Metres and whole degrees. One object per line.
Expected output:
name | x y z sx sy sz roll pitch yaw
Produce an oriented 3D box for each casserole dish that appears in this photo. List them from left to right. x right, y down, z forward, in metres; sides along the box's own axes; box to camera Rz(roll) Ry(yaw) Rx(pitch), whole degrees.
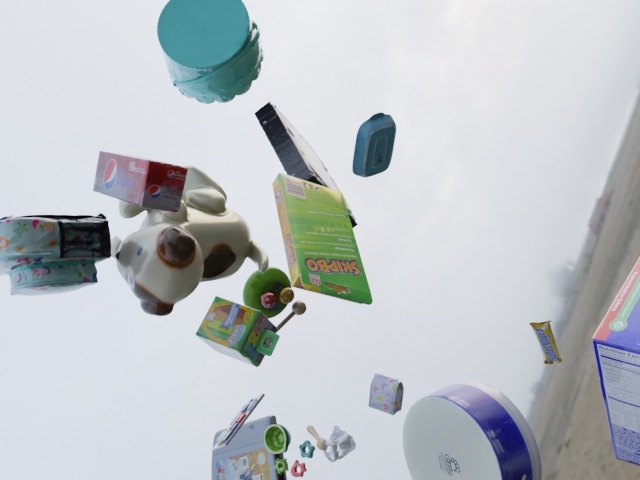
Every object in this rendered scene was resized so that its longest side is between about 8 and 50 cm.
casserole dish | 0.138 -0.229 1.913 0.114 0.037 0.188 -21 -41 -28

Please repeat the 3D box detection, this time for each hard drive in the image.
hard drive | -0.037 -0.188 1.977 0.064 0.339 0.237 -37 -45 8

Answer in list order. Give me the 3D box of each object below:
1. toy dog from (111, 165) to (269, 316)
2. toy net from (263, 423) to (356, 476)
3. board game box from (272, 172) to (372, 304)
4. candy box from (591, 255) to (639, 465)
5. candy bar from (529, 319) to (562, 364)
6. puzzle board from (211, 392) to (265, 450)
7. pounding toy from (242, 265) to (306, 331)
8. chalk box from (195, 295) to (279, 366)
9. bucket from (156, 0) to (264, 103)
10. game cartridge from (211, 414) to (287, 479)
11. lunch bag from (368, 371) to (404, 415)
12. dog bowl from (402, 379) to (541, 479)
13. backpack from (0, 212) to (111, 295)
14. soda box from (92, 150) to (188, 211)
toy dog | -0.362 0.037 1.975 0.284 0.395 0.408 -55 -4 23
toy net | -0.027 0.482 1.761 0.045 0.232 0.122 13 -108 -54
board game box | 0.000 0.000 1.205 0.039 0.124 0.259 -57 31 31
candy box | 0.628 0.224 1.429 0.268 0.122 0.317 -43 -53 -34
candy bar | 0.439 0.197 1.496 0.161 0.040 0.018 58 -153 -45
puzzle board | -0.166 0.361 1.531 0.128 0.011 0.096 -50 5 -32
pounding toy | -0.143 0.205 2.571 0.183 0.110 0.237 -42 -61 -18
chalk box | -0.220 0.266 2.193 0.132 0.213 0.132 -64 -32 -20
bucket | -0.288 -0.516 2.018 0.183 0.281 0.281 74 -142 -76
game cartridge | -0.175 0.599 1.893 0.062 0.198 0.297 34 -139 -59
lunch bag | 0.155 0.353 1.788 0.053 0.071 0.083 -18 -65 -55
dog bowl | 0.279 0.405 1.454 0.104 0.265 0.264 -13 -54 -34
backpack | -0.626 0.028 1.732 0.254 0.225 0.191 8 -106 -40
soda box | -0.364 -0.121 1.534 0.083 0.263 0.092 9 -86 -38
